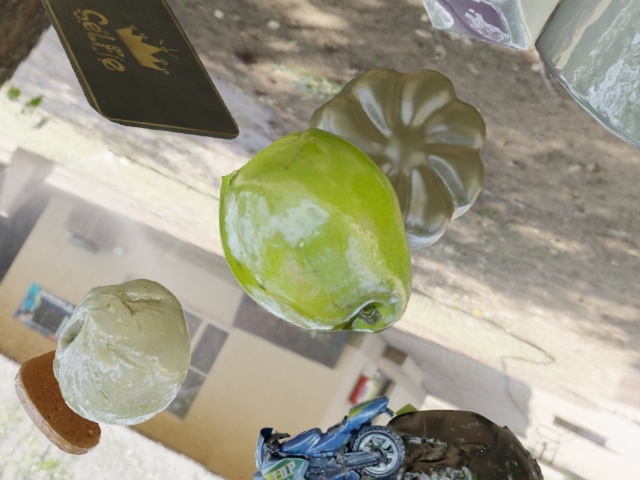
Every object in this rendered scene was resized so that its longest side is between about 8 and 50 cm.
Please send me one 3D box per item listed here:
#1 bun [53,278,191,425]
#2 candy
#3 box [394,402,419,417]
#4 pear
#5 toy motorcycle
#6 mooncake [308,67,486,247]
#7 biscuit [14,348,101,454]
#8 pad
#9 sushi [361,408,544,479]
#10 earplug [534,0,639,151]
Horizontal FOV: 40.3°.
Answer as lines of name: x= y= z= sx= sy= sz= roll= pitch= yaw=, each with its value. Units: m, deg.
bun: x=-0.255 y=0.127 z=1.079 sx=0.128 sy=0.178 sz=0.193 roll=24 pitch=-140 yaw=-42
candy: x=0.302 y=-0.471 z=1.298 sx=0.208 sy=0.359 sz=0.145 roll=24 pitch=167 yaw=40
box: x=0.201 y=0.442 z=1.531 sx=0.173 sy=0.043 sz=0.311 roll=38 pitch=146 yaw=38
pear: x=0.000 y=0.000 z=0.874 sx=0.220 sy=0.187 sz=0.187 roll=60 pitch=172 yaw=2
toy motorcycle: x=-0.003 y=0.304 z=1.227 sx=0.135 sy=0.254 sz=0.092 roll=64 pitch=-167 yaw=0
mooncake: x=0.152 y=-0.168 z=1.756 sx=0.378 sy=0.378 sz=0.201 roll=29 pitch=175 yaw=-6
biscuit: x=-0.388 y=0.254 z=1.405 sx=0.186 sy=0.036 sz=0.192 roll=46 pitch=-150 yaw=18
pad: x=-0.287 y=-0.304 z=1.247 sx=0.315 sy=0.063 sz=0.375 roll=0 pitch=-133 yaw=-42
sushi: x=0.190 y=0.444 z=1.258 sx=0.328 sy=0.329 sz=0.285 roll=-2 pitch=-162 yaw=7
earplug: x=0.442 y=-0.283 z=0.852 sx=0.312 sy=0.394 sz=0.313 roll=18 pitch=-146 yaw=-13
